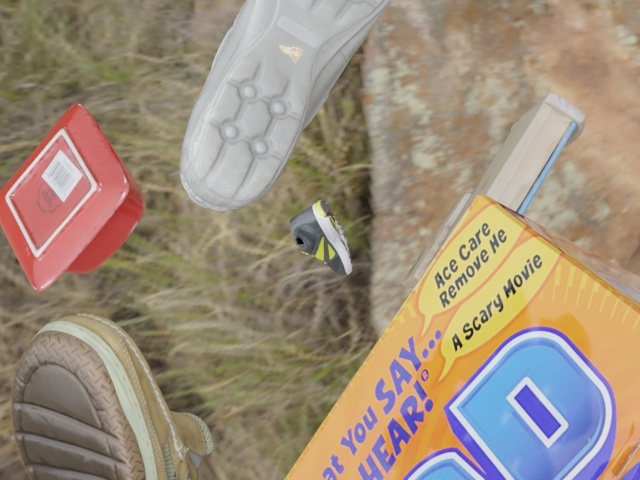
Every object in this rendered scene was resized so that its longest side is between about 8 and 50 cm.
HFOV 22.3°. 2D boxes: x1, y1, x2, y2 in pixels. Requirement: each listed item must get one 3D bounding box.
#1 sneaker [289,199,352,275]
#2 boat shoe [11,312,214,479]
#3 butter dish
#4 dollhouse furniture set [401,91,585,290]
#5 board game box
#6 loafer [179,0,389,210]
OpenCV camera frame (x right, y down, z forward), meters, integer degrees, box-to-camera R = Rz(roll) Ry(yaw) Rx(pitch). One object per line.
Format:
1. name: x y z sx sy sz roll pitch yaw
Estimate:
1. sneaker: 0.000 0.000 1.231 0.035 0.083 0.031 -18 49 7
2. boat shoe: -0.077 0.093 0.675 0.068 0.072 0.190 27 140 27
3. butter dish: -0.245 -0.034 1.715 0.160 0.118 0.160 -48 48 15
4. dollhouse furniture set: 0.290 0.030 1.753 0.303 0.286 0.198 34 77 -2
5. board game box: 0.204 0.247 1.010 0.356 0.356 0.356 40 101 38
6. loafer: -0.027 -0.167 1.344 0.112 0.111 0.319 35 72 -12
